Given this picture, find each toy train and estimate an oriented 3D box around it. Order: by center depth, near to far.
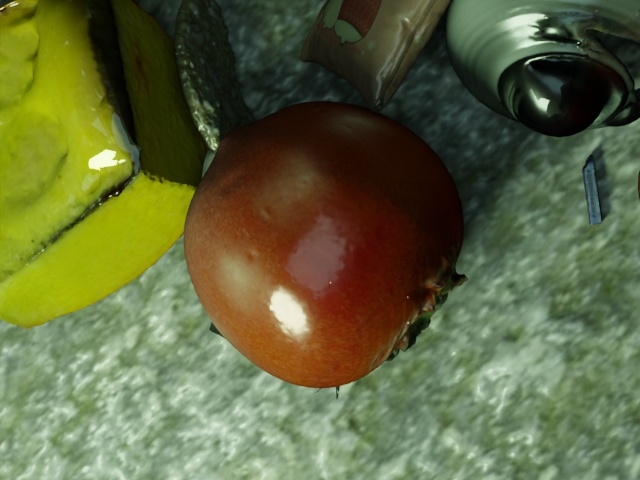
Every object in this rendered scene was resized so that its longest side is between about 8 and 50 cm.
[{"bbox_3d":[0.323,-0.061,1.784,0.017,0.017,0.083,-7,93,14],"label":"toy train"}]

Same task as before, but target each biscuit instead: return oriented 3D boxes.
[{"bbox_3d":[-0.125,-0.177,1.768,0.032,0.133,0.250,-16,93,22],"label":"biscuit"}]

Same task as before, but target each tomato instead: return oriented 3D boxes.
[{"bbox_3d":[0.000,0.000,1.678,0.321,0.321,0.321,0,94,6],"label":"tomato"}]

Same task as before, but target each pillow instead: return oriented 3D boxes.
[{"bbox_3d":[0.075,-0.269,1.704,0.084,0.236,0.223,27,97,-25],"label":"pillow"}]

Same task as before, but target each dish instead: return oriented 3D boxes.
[{"bbox_3d":[0.267,-0.179,1.641,0.273,0.273,0.134,6,61,6],"label":"dish"}]

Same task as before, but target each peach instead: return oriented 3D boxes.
[{"bbox_3d":[-0.301,-0.109,1.740,0.380,0.242,0.306,-45,72,15],"label":"peach"}]

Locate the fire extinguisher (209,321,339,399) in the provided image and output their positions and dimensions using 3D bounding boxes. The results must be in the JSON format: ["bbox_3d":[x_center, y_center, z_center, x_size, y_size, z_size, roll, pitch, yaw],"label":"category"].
[{"bbox_3d":[-0.047,0.131,1.821,0.177,0.050,0.062,27,78,4],"label":"fire extinguisher"}]

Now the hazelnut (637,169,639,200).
[{"bbox_3d":[0.481,-0.080,1.672,0.251,0.217,0.217,-20,92,7],"label":"hazelnut"}]
